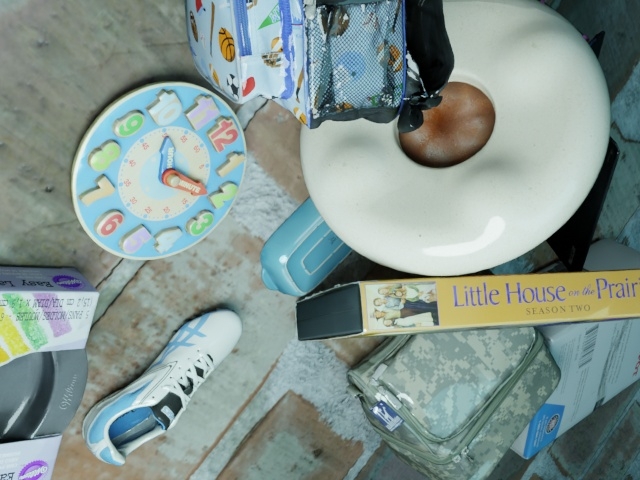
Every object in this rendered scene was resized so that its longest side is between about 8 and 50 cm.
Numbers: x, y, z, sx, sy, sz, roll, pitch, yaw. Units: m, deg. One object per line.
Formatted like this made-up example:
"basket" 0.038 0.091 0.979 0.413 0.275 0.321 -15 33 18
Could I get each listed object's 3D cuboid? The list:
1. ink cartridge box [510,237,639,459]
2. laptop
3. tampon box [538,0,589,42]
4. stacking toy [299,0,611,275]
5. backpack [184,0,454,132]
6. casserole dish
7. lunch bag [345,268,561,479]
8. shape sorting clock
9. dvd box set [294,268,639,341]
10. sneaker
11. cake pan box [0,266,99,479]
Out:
"ink cartridge box" 0.487 0.198 1.546 0.395 0.166 0.286 -21 127 -34
"laptop" 0.383 -0.126 1.125 0.264 0.136 0.234 -43 148 -36
"tampon box" 0.286 -0.269 1.126 0.161 0.101 0.120 12 105 -47
"stacking toy" 0.207 -0.074 1.062 0.351 0.350 0.480 -56 153 -3
"backpack" -0.022 -0.255 0.744 0.213 0.276 0.263 -7 115 -27
"casserole dish" 0.000 0.000 1.059 0.188 0.037 0.114 -46 137 -16
"lunch bag" 0.202 0.207 1.260 0.305 0.212 0.256 -45 119 -18
"shape sorting clock" -0.168 -0.071 0.852 0.206 0.040 0.206 -23 127 -34
"dvd box set" 0.203 0.086 1.014 0.420 0.307 0.062 -2 81 -15
"sneaker" -0.178 0.177 0.955 0.237 0.086 0.085 -43 134 -19
"cake pan box" -0.365 0.145 0.771 0.266 0.070 0.246 5 112 -46
